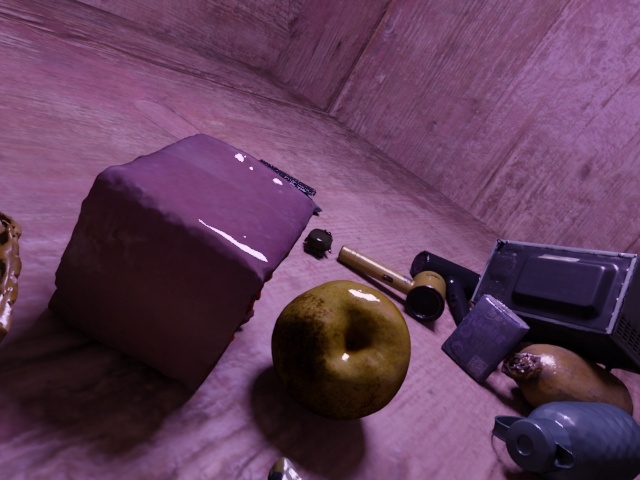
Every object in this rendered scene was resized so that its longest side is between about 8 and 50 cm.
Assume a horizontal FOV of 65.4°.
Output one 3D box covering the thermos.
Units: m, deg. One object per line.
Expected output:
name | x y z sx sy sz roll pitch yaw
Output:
thermos | 0.429 0.353 0.886 0.286 0.145 0.182 16 -6 -33

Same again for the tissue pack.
tissue pack | 0.350 0.207 1.063 0.112 0.156 0.051 44 20 30

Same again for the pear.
pear | 0.027 0.155 0.715 0.197 0.197 0.197 27 21 -11

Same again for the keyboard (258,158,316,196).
keyboard | -0.099 -0.186 1.464 0.196 0.015 0.074 30 23 -1

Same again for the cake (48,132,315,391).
cake | -0.171 0.013 0.679 0.230 0.237 0.309 31 22 0

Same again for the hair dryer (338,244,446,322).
hair dryer | 0.174 0.086 1.213 0.279 0.090 0.135 28 21 7

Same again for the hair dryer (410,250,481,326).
hair dryer | 0.360 0.142 1.341 0.197 0.089 0.251 25 28 -17

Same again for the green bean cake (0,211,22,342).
green bean cake | -0.411 0.038 0.446 0.230 0.131 0.224 20 26 -35

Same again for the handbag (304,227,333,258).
handbag | 0.000 0.000 1.201 0.072 0.047 0.111 26 21 0

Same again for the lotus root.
lotus root | 0.529 0.311 1.079 0.343 0.151 0.169 29 18 -19

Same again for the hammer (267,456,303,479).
hammer | -0.097 0.274 0.467 0.226 0.041 0.159 4 34 -51

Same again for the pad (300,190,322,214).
pad | -0.117 -0.136 1.388 0.233 0.022 0.174 6 33 -45

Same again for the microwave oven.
microwave oven | 0.597 0.162 1.213 0.286 0.218 0.355 34 -13 -33
